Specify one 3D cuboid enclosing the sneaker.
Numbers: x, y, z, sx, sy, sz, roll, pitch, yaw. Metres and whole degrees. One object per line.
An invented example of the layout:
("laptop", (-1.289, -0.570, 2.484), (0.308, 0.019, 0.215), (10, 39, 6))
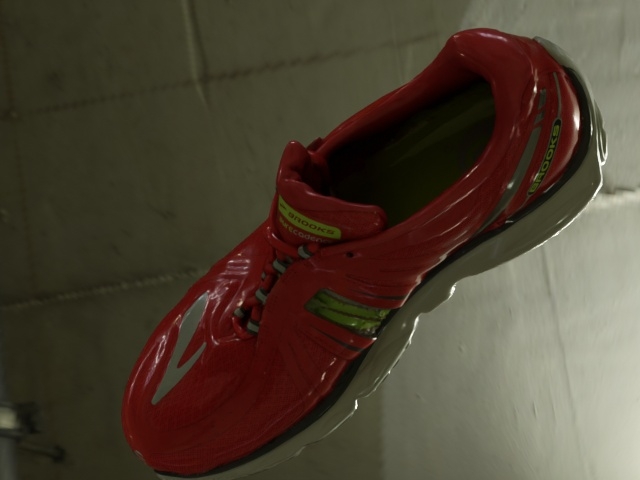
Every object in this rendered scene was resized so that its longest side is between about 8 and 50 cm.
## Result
("sneaker", (0.000, 0.000, 0.836), (0.279, 0.118, 0.107), (-43, -121, 10))
